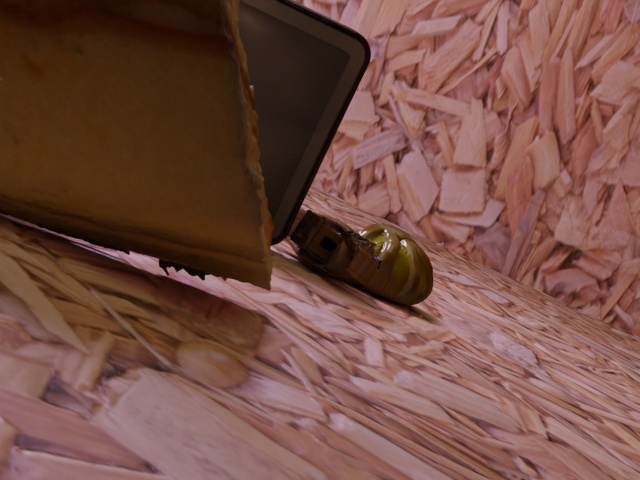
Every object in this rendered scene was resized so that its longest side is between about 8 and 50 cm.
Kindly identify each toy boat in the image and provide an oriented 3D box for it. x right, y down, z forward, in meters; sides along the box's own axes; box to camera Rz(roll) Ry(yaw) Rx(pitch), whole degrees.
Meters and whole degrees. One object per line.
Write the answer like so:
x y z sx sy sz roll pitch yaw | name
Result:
0.000 0.000 1.999 0.072 0.064 0.206 36 -3 -30 | toy boat

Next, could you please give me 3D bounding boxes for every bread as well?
0.084 0.035 2.072 0.157 0.083 0.094 23 17 -37 | bread
-0.218 -0.157 1.360 0.404 0.346 0.242 4 -9 -7 | bread

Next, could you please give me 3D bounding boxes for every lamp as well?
-0.109 -0.156 1.948 0.269 0.266 0.047 24 8 -19 | lamp
